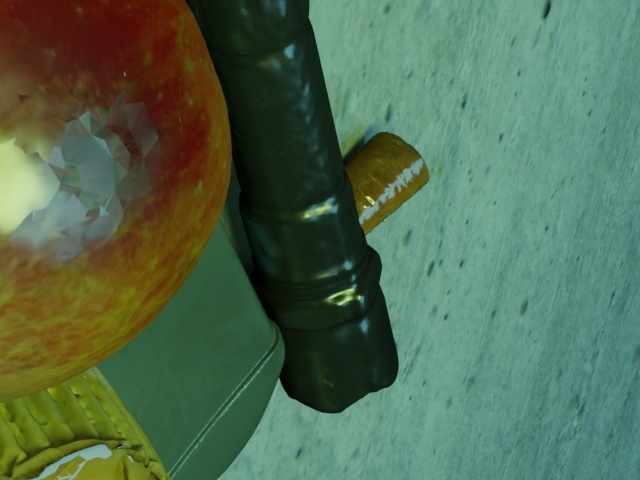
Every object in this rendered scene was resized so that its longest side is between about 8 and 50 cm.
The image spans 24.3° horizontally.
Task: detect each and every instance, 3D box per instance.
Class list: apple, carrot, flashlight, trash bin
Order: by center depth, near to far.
[{"bbox_3d":[-0.142,-0.060,0.697,0.251,0.163,0.293,-38,122,-34],"label":"apple"},{"bbox_3d":[-0.120,0.074,1.018,0.176,0.101,0.236,-49,146,-23],"label":"trash bin"},{"bbox_3d":[-0.022,-0.051,1.045,0.103,0.103,0.424,-45,139,-33],"label":"flashlight"},{"bbox_3d":[0.000,0.000,1.208,0.209,0.061,0.061,-45,147,-21],"label":"carrot"}]

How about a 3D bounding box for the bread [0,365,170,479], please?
[{"bbox_3d":[-0.181,0.190,0.875,0.204,0.156,0.288,-31,134,-14],"label":"bread"}]
